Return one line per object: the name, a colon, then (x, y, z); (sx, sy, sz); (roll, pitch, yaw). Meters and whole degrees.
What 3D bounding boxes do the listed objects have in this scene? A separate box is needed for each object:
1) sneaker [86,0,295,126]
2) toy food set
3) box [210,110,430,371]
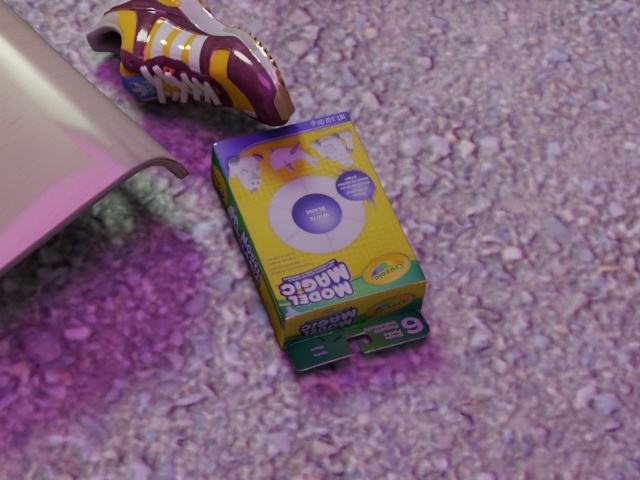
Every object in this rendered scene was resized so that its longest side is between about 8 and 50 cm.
sneaker: (-0.093, -0.119, 1.215); (0.084, 0.069, 0.185); (-37, 46, -14)
toy food set: (-0.274, -0.027, 1.140); (0.306, 0.092, 0.220); (-40, 68, -19)
box: (0.000, 0.000, 1.162); (0.105, 0.043, 0.179); (-15, 59, -15)
